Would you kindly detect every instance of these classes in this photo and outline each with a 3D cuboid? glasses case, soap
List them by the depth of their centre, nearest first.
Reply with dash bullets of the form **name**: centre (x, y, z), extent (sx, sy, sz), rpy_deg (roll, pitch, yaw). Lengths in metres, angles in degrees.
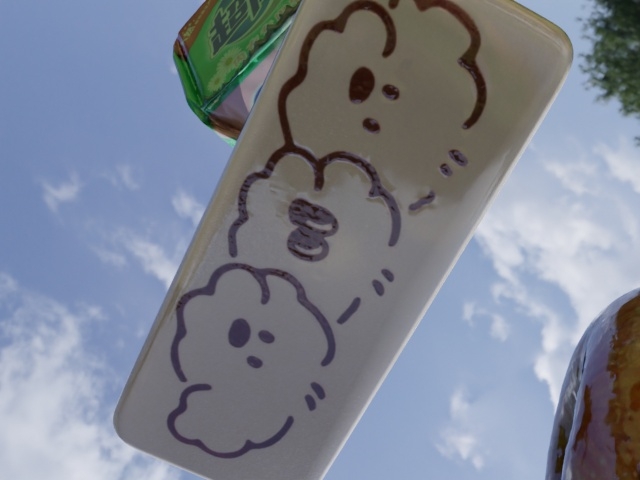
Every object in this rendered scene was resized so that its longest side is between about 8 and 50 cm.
- **glasses case**: centre (0.000, 0.000, 0.445), extent (0.143, 0.337, 0.076), rpy_deg (24, -160, -9)
- **soap**: centre (-0.008, -0.221, 0.674), extent (0.098, 0.273, 0.218), rpy_deg (37, -162, -37)

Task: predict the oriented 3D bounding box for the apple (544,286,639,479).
- **apple**: centre (0.401, 0.242, 0.728), extent (0.333, 0.401, 0.400), rpy_deg (13, -150, 15)
